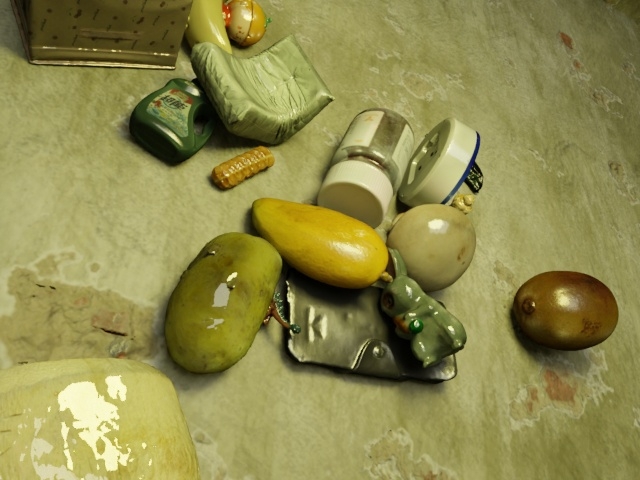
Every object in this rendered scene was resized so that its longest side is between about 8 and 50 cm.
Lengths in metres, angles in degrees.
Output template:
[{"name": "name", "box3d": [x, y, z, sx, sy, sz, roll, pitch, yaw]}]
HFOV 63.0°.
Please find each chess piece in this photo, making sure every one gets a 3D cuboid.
[{"name": "chess piece", "box3d": [0.290, -0.052, 1.206, 0.060, 0.172, 0.060, 17, 53, -24]}]

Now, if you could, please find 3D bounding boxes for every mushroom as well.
[{"name": "mushroom", "box3d": [0.226, 0.005, 1.142, 0.204, 0.204, 0.204, 15, 55, -22]}]

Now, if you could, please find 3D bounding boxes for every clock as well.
[{"name": "clock", "box3d": [0.275, -0.176, 1.236, 0.083, 0.230, 0.230, 31, 50, -10]}]

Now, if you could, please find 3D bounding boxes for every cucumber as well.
[{"name": "cucumber", "box3d": [0.392, -0.232, 1.470, 0.220, 0.046, 0.070, 52, 41, 8]}]

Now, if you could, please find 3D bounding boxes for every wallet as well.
[{"name": "wallet", "box3d": [0.098, 0.173, 1.029, 0.378, 0.051, 0.197, 14, 54, -21]}]

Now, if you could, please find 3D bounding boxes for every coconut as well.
[{"name": "coconut", "box3d": [-0.282, 0.286, 0.575, 0.297, 0.297, 0.254, 2, 59, -30]}]

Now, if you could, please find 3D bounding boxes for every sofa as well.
[{"name": "sofa", "box3d": [-0.122, -0.333, 1.096, 0.225, 0.176, 0.210, 1, 56, -60]}]

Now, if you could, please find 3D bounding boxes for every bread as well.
[{"name": "bread", "box3d": [-0.158, -0.153, 1.085, 0.157, 0.044, 0.052, -34, 88, -40]}]

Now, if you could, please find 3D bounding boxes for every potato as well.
[{"name": "potato", "box3d": [-0.164, 0.078, 0.860, 0.160, 0.111, 0.271, 18, 54, 6]}]

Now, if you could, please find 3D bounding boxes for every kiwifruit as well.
[{"name": "kiwifruit", "box3d": [0.568, 0.164, 1.227, 0.234, 0.196, 0.195, 5, 59, -29]}]

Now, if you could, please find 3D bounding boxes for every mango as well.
[{"name": "mango", "box3d": [0.000, 0.000, 1.016, 0.317, 0.119, 0.176, 26, 34, 7]}]

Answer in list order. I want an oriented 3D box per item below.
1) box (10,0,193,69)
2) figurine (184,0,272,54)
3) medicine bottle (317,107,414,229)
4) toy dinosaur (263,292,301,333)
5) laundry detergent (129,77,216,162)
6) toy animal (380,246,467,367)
[{"name": "box", "box3d": [-0.438, -0.495, 1.041, 0.297, 0.190, 0.225, -10, 66, -36]}, {"name": "figurine", "box3d": [-0.232, -0.542, 1.244, 0.222, 0.124, 0.324, 7, 61, -31]}, {"name": "medicine bottle", "box3d": [0.105, -0.162, 1.171, 0.165, 0.165, 0.273, 34, 50, -9]}, {"name": "toy dinosaur", "box3d": [-0.093, 0.117, 0.937, 0.154, 0.049, 0.055, 39, 54, 22]}, {"name": "laundry detergent", "box3d": [-0.277, -0.259, 1.063, 0.144, 0.078, 0.221, 35, 47, -9]}, {"name": "toy animal", "box3d": [0.180, 0.134, 1.015, 0.138, 0.108, 0.236, 20, 29, -56]}]
